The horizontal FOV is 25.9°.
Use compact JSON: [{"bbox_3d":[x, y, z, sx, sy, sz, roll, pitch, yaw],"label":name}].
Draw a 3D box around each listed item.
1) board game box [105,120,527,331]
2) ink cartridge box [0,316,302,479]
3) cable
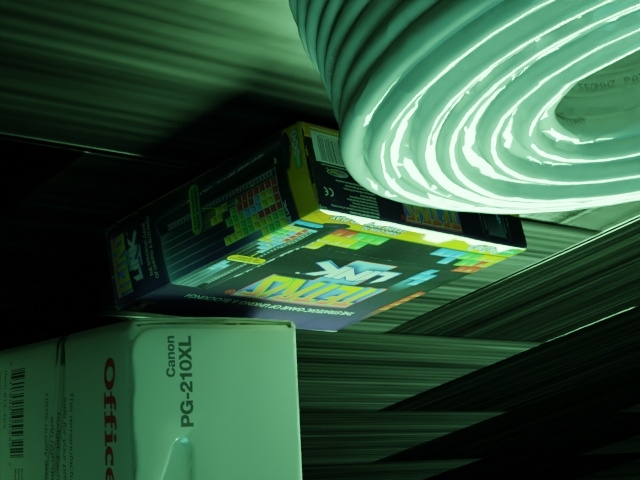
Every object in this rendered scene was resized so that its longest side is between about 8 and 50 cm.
[{"bbox_3d":[0.000,0.000,0.715,0.141,0.048,0.170,-27,156,36],"label":"board game box"},{"bbox_3d":[-0.107,0.139,0.779,0.100,0.172,0.237,2,171,-31],"label":"ink cartridge box"},{"bbox_3d":[0.121,-0.083,0.480,0.257,0.089,0.257,-27,156,39],"label":"cable"}]
